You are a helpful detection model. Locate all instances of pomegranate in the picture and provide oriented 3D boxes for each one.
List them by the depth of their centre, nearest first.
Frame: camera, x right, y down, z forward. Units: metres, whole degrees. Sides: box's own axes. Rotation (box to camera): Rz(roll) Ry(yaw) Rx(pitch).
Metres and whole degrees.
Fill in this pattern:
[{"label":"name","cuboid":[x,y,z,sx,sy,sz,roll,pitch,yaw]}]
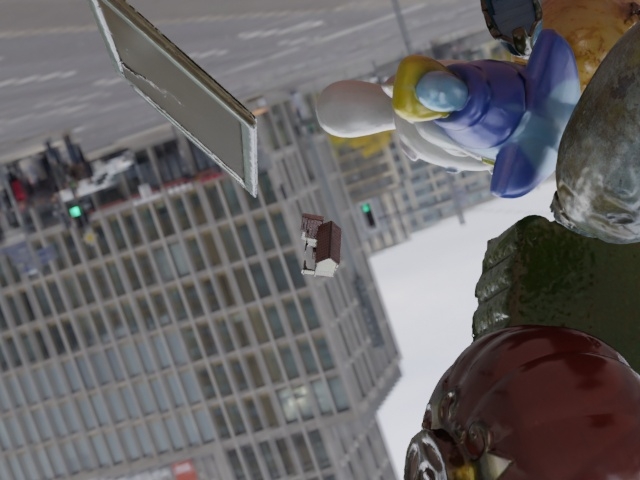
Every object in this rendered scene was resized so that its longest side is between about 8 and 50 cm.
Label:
[{"label":"pomegranate","cuboid":[0.412,-0.290,1.661,0.248,0.248,0.248,-19,-173,2]}]

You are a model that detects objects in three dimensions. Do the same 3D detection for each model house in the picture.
[{"label":"model house","cuboid":[0.000,0.000,1.454,0.057,0.083,0.058,8,151,-3]}]

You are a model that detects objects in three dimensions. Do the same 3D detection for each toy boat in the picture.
[{"label":"toy boat","cuboid":[0.239,-0.305,1.367,0.075,0.185,0.077,-20,151,20]}]

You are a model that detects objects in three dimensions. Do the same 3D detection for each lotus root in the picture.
[{"label":"lotus root","cuboid":[0.352,-0.124,1.107,0.175,0.175,0.349,-23,148,-30]}]

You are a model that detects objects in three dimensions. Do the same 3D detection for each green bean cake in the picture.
[{"label":"green bean cake","cuboid":[0.321,0.112,1.349,0.247,0.250,0.156,10,160,-8]}]

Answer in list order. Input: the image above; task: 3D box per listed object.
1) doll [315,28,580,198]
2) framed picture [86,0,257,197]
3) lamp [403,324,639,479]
[{"label":"doll","cuboid":[0.202,-0.145,1.336,0.376,0.187,0.365,-11,-176,-5]},{"label":"framed picture","cuboid":[-0.149,-0.157,1.143,0.018,0.231,0.293,-48,176,-10]},{"label":"lamp","cuboid":[0.220,0.234,1.070,0.257,0.303,0.303,-1,-179,-17]}]
